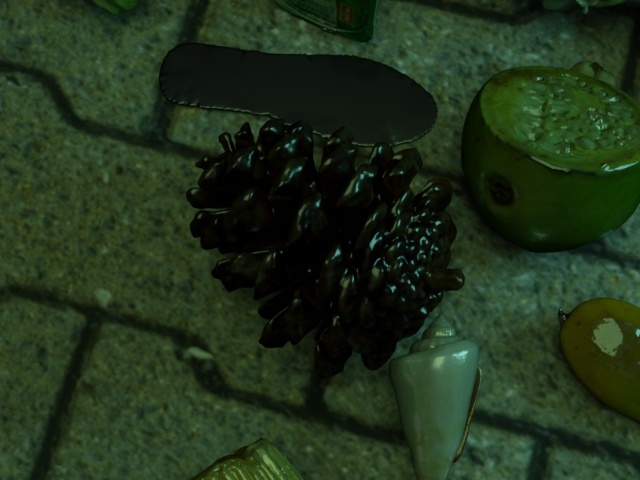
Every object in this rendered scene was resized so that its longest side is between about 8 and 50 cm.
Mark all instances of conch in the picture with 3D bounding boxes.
[{"bbox_3d":[0.124,0.164,1.099,0.094,0.104,0.176,-14,82,1],"label":"conch"}]

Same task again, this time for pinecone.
[{"bbox_3d":[0.000,0.000,1.098,0.309,0.244,0.244,31,77,27],"label":"pinecone"}]

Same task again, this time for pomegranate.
[{"bbox_3d":[0.235,-0.089,1.147,0.190,0.159,0.241,3,46,-5],"label":"pomegranate"}]

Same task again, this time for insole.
[{"bbox_3d":[-0.026,-0.169,1.249,0.322,0.007,0.109,9,73,6],"label":"insole"}]

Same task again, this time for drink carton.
[{"bbox_3d":[0.026,-0.334,1.232,0.144,0.146,0.142,24,68,9],"label":"drink carton"}]

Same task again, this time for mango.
[{"bbox_3d":[0.319,0.127,1.122,0.187,0.066,0.101,44,81,4],"label":"mango"}]

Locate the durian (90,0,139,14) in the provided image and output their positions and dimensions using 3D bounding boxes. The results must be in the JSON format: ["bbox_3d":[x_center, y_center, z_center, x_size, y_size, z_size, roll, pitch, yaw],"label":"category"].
[{"bbox_3d":[-0.275,-0.374,1.270,0.139,0.101,0.250,-31,75,-6],"label":"durian"}]

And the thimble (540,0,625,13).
[{"bbox_3d":[0.313,-0.385,1.179,0.254,0.167,0.288,35,79,37],"label":"thimble"}]

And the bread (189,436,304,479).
[{"bbox_3d":[-0.111,0.302,1.031,0.250,0.179,0.133,-35,80,-7],"label":"bread"}]
